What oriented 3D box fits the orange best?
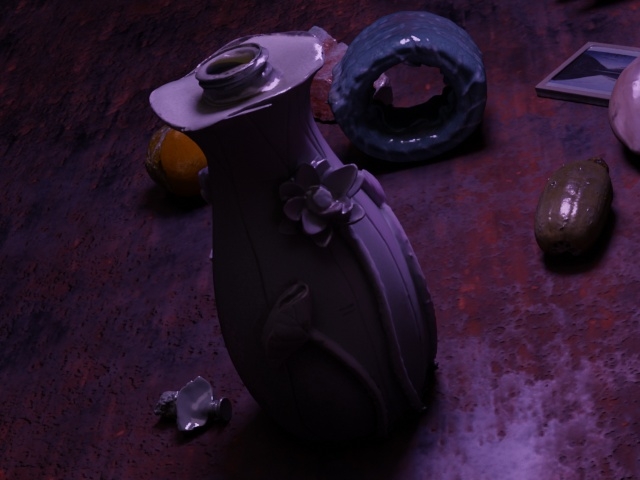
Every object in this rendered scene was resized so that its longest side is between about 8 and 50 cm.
[{"bbox_3d":[-0.196,-0.139,2.099,0.157,0.134,0.156,-6,25,3],"label":"orange"}]

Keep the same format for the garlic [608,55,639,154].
[{"bbox_3d":[0.449,-0.163,1.826,0.148,0.128,0.266,3,47,38],"label":"garlic"}]

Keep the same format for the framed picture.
[{"bbox_3d":[0.439,-0.243,2.024,0.203,0.015,0.150,16,46,44],"label":"framed picture"}]

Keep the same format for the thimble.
[{"bbox_3d":[0.122,-0.226,1.993,0.235,0.198,0.143,-8,31,7],"label":"thimble"}]

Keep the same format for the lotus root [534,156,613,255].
[{"bbox_3d":[0.321,-0.050,1.728,0.090,0.077,0.183,1,38,29],"label":"lotus root"}]

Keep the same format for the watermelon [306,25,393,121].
[{"bbox_3d":[0.022,-0.250,2.210,0.241,0.094,0.154,22,57,44],"label":"watermelon"}]

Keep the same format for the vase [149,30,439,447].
[{"bbox_3d":[-0.028,-0.002,1.494,0.250,0.445,0.250,-15,30,9],"label":"vase"}]

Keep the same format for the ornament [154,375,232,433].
[{"bbox_3d":[-0.153,0.197,1.638,0.092,0.041,0.068,29,77,37],"label":"ornament"}]
